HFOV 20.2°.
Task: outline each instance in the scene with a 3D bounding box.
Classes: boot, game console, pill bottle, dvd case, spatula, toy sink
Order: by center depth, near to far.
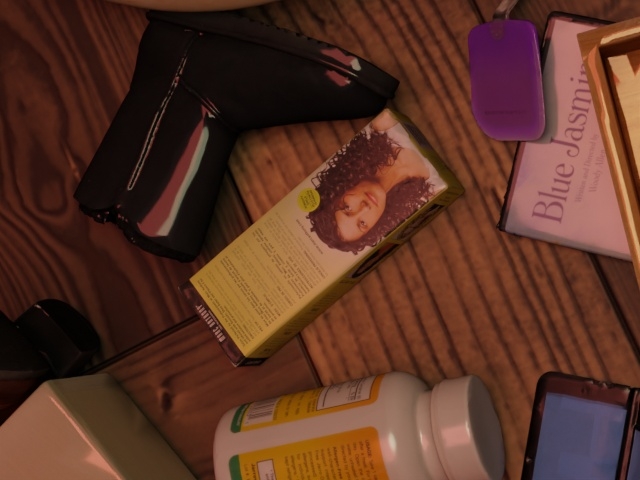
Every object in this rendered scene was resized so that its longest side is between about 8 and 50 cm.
[{"bbox_3d":[0.208,0.180,1.363,0.085,0.124,0.144,9,91,-6],"label":"game console"},{"bbox_3d":[0.276,-0.067,1.382,0.253,0.022,0.180,14,92,20],"label":"dvd case"},{"bbox_3d":[0.032,0.167,1.408,0.208,0.117,0.117,-14,82,19],"label":"pill bottle"},{"bbox_3d":[0.160,-0.227,1.424,0.084,0.030,0.296,2,82,53],"label":"spatula"},{"bbox_3d":[-0.336,0.160,1.466,0.280,0.264,0.096,-45,83,11],"label":"boot"},{"bbox_3d":[-0.072,-0.076,1.469,0.246,0.094,0.207,19,90,27],"label":"boot"},{"bbox_3d":[-0.175,0.246,1.471,0.153,0.131,0.234,-46,75,13],"label":"toy sink"}]

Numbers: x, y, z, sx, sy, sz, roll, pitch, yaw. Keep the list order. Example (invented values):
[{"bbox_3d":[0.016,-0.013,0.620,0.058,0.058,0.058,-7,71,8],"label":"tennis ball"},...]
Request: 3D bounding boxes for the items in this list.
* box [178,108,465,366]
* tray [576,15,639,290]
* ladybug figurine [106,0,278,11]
[{"bbox_3d":[0.000,0.000,1.460,0.232,0.058,0.087,-42,75,14],"label":"box"},{"bbox_3d":[0.410,-0.101,1.288,0.411,0.076,0.203,-14,83,12],"label":"tray"},{"bbox_3d":[-0.130,-0.346,1.447,0.449,0.162,0.305,9,75,20],"label":"ladybug figurine"}]
